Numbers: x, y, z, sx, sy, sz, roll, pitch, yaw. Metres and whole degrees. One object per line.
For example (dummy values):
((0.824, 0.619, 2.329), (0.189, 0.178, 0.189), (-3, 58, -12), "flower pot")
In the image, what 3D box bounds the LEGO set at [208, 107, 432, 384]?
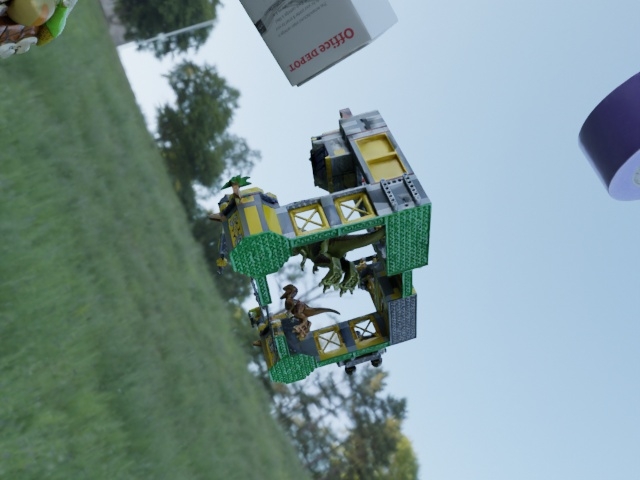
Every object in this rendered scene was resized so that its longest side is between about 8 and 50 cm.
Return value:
((0.000, 0.000, 0.731), (0.331, 0.254, 0.192), (69, 0, -49), "LEGO set")

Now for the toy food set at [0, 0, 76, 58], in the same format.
((-0.359, -0.246, 0.718), (0.132, 0.192, 0.039), (-32, -86, 41), "toy food set")

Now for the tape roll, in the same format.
((0.418, -0.133, 0.741), (0.189, 0.188, 0.080), (107, -31, -57), "tape roll")

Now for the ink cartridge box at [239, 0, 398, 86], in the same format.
((-0.040, -0.617, 1.489), (0.285, 0.166, 0.395), (-17, -68, 44), "ink cartridge box")
